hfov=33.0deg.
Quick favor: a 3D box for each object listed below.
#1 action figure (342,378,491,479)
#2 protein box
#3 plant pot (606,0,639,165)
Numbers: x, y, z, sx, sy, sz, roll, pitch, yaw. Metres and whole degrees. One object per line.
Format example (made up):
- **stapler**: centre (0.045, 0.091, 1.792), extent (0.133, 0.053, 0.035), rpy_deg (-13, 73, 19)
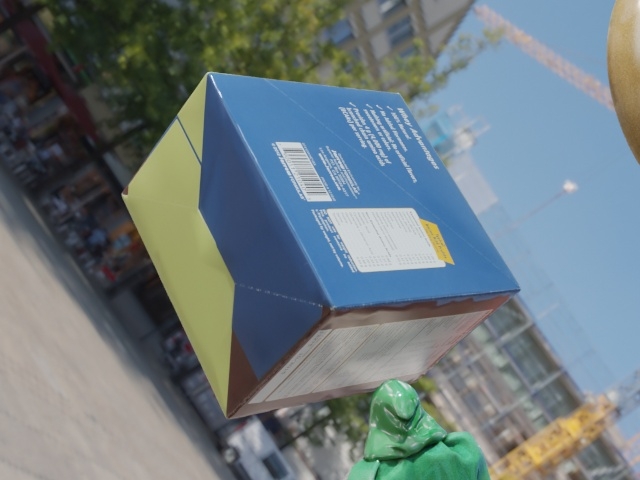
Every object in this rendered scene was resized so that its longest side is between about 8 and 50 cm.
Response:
- **action figure**: centre (0.051, 0.181, 0.566), extent (0.063, 0.137, 0.232), rpy_deg (-151, -128, -63)
- **protein box**: centre (0.000, 0.000, 0.799), extent (0.201, 0.136, 0.200), rpy_deg (-2, 54, -45)
- **plant pot**: centre (0.339, -0.133, 0.926), extent (0.032, 0.236, 0.236), rpy_deg (-16, -70, 55)
